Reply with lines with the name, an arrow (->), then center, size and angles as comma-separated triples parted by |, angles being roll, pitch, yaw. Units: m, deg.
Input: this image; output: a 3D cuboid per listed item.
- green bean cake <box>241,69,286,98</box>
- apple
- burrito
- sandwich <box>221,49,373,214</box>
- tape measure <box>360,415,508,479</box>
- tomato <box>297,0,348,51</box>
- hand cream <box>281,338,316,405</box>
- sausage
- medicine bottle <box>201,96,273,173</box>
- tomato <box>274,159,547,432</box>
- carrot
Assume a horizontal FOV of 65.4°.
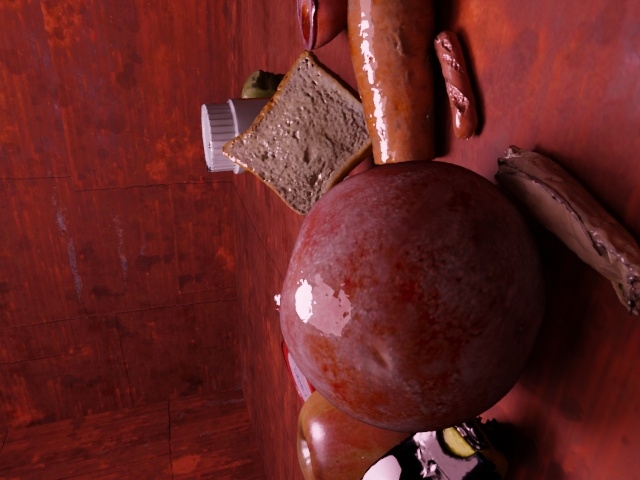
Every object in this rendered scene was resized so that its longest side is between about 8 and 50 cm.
green bean cake -> -0.104, -0.295, 1.259 | 0.125, 0.222, 0.248 | -114, 27, -46
apple -> 0.082, 0.371, 0.906 | 0.257, 0.233, 0.257 | 175, 90, -69
burrito -> 0.251, -0.028, 0.510 | 0.230, 0.063, 0.058 | 66, 146, 38
sandwich -> -0.025, -0.193, 0.941 | 0.251, 0.226, 0.087 | -49, 9, 11
tape measure -> 0.173, 0.320, 0.685 | 0.186, 0.199, 0.112 | 35, -163, -48
tomato -> 0.012, -0.502, 1.007 | 0.199, 0.112, 0.228 | -134, 39, -74
hand cream -> 0.016, 0.295, 1.138 | 0.230, 0.149, 0.230 | 56, 160, 33
sausage -> 0.187, -0.215, 0.686 | 0.042, 0.036, 0.158 | 43, -144, -79
medicine bottle -> -0.092, -0.231, 1.083 | 0.158, 0.318, 0.158 | 173, 90, -71
tomato -> 0.106, 0.063, 0.596 | 0.282, 0.316, 0.317 | 20, 119, 42
carrot -> 0.108, -0.266, 0.749 | 0.138, 0.138, 0.302 | -144, 48, -67
